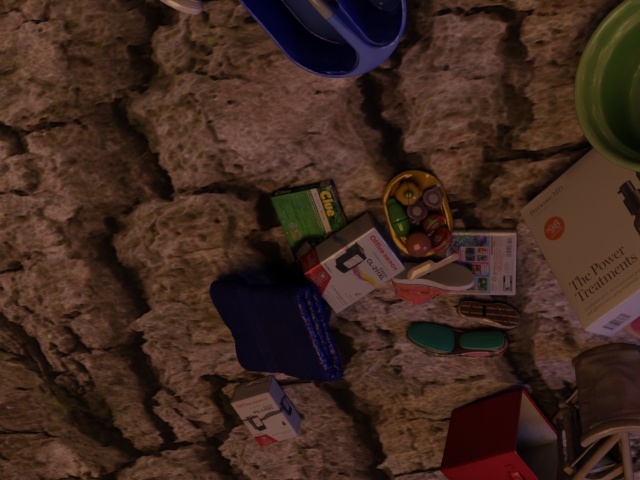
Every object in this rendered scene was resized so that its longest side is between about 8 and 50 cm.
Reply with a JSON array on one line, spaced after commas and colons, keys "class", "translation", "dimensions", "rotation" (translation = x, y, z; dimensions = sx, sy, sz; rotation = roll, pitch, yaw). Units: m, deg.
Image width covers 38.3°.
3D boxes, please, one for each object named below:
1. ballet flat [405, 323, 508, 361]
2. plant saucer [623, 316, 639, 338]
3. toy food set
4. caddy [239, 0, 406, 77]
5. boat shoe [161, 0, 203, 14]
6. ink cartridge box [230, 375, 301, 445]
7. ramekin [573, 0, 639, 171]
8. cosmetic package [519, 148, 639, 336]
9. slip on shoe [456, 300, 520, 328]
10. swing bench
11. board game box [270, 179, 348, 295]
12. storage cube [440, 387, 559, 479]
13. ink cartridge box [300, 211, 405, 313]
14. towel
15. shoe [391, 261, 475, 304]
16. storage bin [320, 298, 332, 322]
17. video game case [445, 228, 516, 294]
[{"class": "ballet flat", "translation": [0.296, 0.230, 2.007], "dimensions": [0.221, 0.077, 0.079], "rotation": [2, 142, 9]}, {"class": "plant saucer", "translation": [0.702, 0.134, 1.750], "dimensions": [0.332, 0.084, 0.332], "rotation": [12, 160, 4]}, {"class": "toy food set", "translation": [0.201, -0.030, 1.817], "dimensions": [0.128, 0.071, 0.218], "rotation": [-18, 101, 3]}, {"class": "caddy", "translation": [-0.003, -0.439, 1.562], "dimensions": [0.241, 0.179, 0.341], "rotation": [-34, 111, 27]}, {"class": "boat shoe", "translation": [-0.284, -0.482, 1.663], "dimensions": [0.184, 0.066, 0.063], "rotation": [38, 123, -3]}, {"class": "ink cartridge box", "translation": [-0.130, 0.408, 2.203], "dimensions": [0.109, 0.063, 0.150], "rotation": [-20, 117, 22]}, {"class": "ramekin", "translation": [0.580, -0.248, 1.485], "dimensions": [0.148, 0.303, 0.303], "rotation": [8, 136, -45]}, {"class": "cosmetic package", "translation": [0.570, -0.052, 1.640], "dimensions": [0.097, 0.284, 0.377], "rotation": [17, 131, -40]}, {"class": "slip on shoe", "translation": [0.356, 0.159, 1.964], "dimensions": [0.135, 0.051, 0.041], "rotation": [7, 164, -3]}, {"class": "swing bench", "translation": [0.596, 0.383, 1.931], "dimensions": [0.165, 0.253, 0.255], "rotation": [9, 123, 5]}, {"class": "board game box", "translation": [0.000, 0.000, 1.936], "dimensions": [0.136, 0.030, 0.260], "rotation": [-9, 120, 19]}, {"class": "storage cube", "translation": [0.407, 0.478, 2.061], "dimensions": [0.193, 0.215, 0.184], "rotation": [-25, 115, 32]}, {"class": "ink cartridge box", "translation": [0.066, 0.046, 1.891], "dimensions": [0.175, 0.072, 0.127], "rotation": [-34, 117, 10]}, {"class": "towel", "translation": [-0.091, 0.183, 1.958], "dimensions": [0.308, 0.076, 0.228], "rotation": [0, 118, 48]}, {"class": "shoe", "translation": [0.235, 0.091, 1.919], "dimensions": [0.178, 0.063, 0.081], "rotation": [4, 141, 18]}, {"class": "storage bin", "translation": [-0.037, 0.202, 2.036], "dimensions": [0.098, 0.091, 0.135], "rotation": [15, 123, 1]}, {"class": "video game case", "translation": [0.332, 0.045, 1.906], "dimensions": [0.143, 0.019, 0.157], "rotation": [1, 123, 11]}]
